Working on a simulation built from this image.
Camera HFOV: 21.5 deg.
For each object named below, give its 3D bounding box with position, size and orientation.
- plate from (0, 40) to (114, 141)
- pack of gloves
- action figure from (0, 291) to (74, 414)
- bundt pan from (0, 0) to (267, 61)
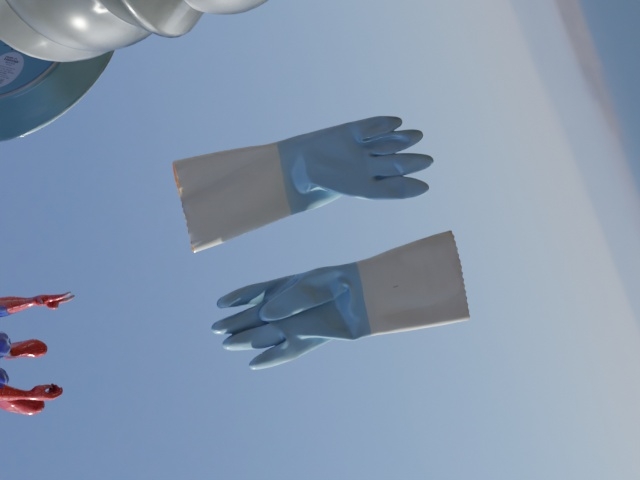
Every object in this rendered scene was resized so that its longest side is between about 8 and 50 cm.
[{"bbox_3d":[-0.258,-0.166,1.446,0.024,0.188,0.188,55,-163,-49],"label":"plate"},{"bbox_3d":[0.000,0.000,1.483,0.046,0.232,0.195,-160,58,-77],"label":"pack of gloves"},{"bbox_3d":[-0.277,0.109,1.575,0.280,0.139,0.091,55,-147,-77],"label":"action figure"},{"bbox_3d":[-0.058,-0.192,0.938,0.331,0.331,0.124,-71,-37,-74],"label":"bundt pan"}]
